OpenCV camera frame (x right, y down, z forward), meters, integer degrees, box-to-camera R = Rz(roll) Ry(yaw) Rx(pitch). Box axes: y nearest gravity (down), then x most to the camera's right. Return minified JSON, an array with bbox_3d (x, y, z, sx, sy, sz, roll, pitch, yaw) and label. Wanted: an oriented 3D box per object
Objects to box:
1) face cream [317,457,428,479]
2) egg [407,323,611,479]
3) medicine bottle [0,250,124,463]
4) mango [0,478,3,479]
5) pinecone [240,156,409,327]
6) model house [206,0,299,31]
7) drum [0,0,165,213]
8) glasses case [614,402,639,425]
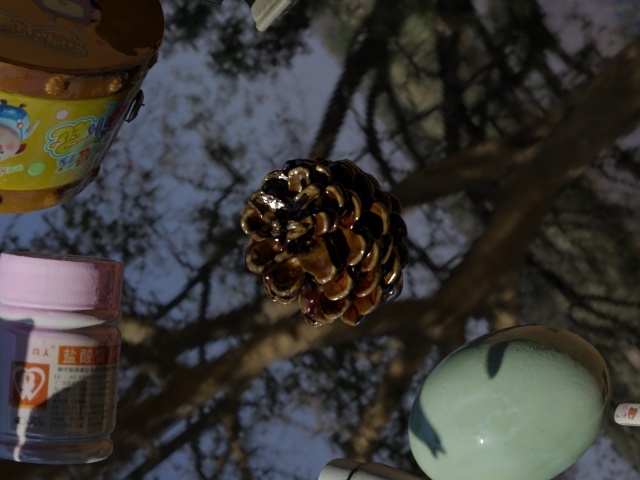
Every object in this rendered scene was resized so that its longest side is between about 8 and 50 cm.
[{"bbox_3d":[0.134,0.356,1.807,0.314,0.089,0.143,7,162,40],"label":"face cream"},{"bbox_3d":[0.242,0.218,1.746,0.203,0.283,0.203,45,-156,-26],"label":"egg"},{"bbox_3d":[-0.416,0.180,2.136,0.202,0.202,0.316,-8,-78,-82],"label":"medicine bottle"},{"bbox_3d":[-0.482,0.393,1.697,0.138,0.253,0.113,43,176,9],"label":"mango"},{"bbox_3d":[0.002,-0.010,1.891,0.257,0.243,0.243,51,-175,-43],"label":"pinecone"},{"bbox_3d":[-0.115,-0.358,1.668,0.229,0.122,0.188,17,-124,-19],"label":"model house"},{"bbox_3d":[-0.404,-0.240,1.570,0.431,0.214,0.431,23,-147,-16],"label":"drum"},{"bbox_3d":[0.461,0.255,1.990,0.021,0.032,0.083,21,167,-22],"label":"glasses case"}]
